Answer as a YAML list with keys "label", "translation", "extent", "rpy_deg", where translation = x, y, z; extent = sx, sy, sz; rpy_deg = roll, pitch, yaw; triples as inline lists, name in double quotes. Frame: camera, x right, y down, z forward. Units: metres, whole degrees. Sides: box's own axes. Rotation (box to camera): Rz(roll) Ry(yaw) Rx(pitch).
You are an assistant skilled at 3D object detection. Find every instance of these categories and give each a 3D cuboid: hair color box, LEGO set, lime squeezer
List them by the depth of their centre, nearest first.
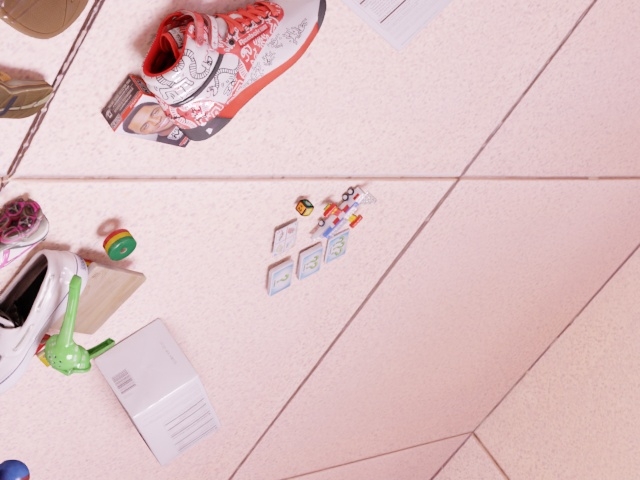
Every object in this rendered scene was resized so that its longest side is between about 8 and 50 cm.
- label: "hair color box"
  translation: [-0.219, -0.172, 1.709]
  extent: [0.072, 0.043, 0.141]
  rpy_deg: [-49, 150, 22]
- label: "lime squeezer"
  translation: [-0.366, 0.149, 1.884]
  extent: [0.059, 0.110, 0.310]
  rpy_deg: [10, 159, 5]
- label: "LEGO set"
  translation: [0.000, 0.000, 2.220]
  extent: [0.182, 0.060, 0.244]
  rpy_deg: [-27, 151, -26]

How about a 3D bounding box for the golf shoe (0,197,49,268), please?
- label: "golf shoe"
  translation: [-0.449, 0.021, 1.711]
  extent: [0.186, 0.067, 0.086]
  rpy_deg: [-31, 153, -13]

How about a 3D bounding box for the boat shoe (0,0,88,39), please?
- label: "boat shoe"
  translation: [-0.341, -0.328, 1.259]
  extent: [0.121, 0.110, 0.341]
  rpy_deg: [-47, 150, -7]

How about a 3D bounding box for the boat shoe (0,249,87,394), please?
- label: "boat shoe"
  translation: [-0.447, 0.120, 1.840]
  extent: [0.267, 0.096, 0.088]
  rpy_deg: [-46, 147, 14]

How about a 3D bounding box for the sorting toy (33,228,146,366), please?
- label: "sorting toy"
  translation: [-0.361, 0.084, 1.930]
  extent: [0.274, 0.046, 0.132]
  rpy_deg: [-45, 155, 13]

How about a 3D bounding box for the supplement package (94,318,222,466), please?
- label: "supplement package"
  translation: [-0.279, 0.271, 2.215]
  extent: [0.134, 0.139, 0.244]
  rpy_deg: [-33, 152, -12]

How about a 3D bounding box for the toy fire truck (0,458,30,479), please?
- label: "toy fire truck"
  translation: [-0.568, 0.361, 1.861]
  extent: [0.254, 0.169, 0.302]
  rpy_deg: [-7, 171, 34]

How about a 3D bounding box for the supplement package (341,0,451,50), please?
- label: "supplement package"
  translation: [0.051, -0.393, 1.542]
  extent: [0.175, 0.177, 0.293]
  rpy_deg: [-43, 152, 11]

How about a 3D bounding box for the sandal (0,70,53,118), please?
- label: "sandal"
  translation: [-0.390, -0.178, 1.504]
  extent: [0.072, 0.049, 0.180]
  rpy_deg: [-44, 167, 24]

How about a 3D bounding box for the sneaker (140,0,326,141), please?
- label: "sneaker"
  translation: [-0.113, -0.265, 1.639]
  extent: [0.270, 0.090, 0.145]
  rpy_deg: [-47, 137, -7]
